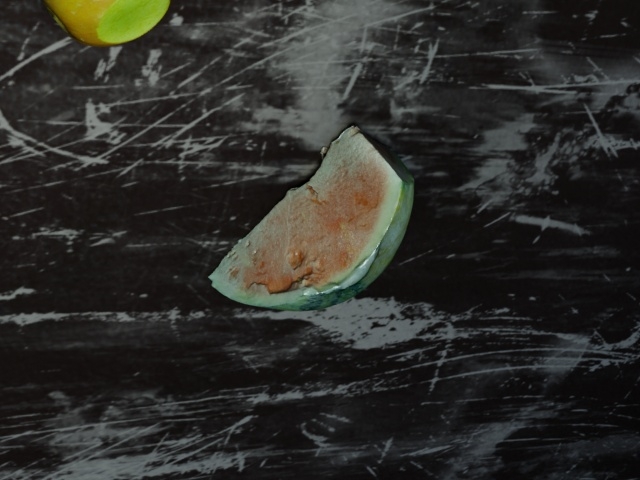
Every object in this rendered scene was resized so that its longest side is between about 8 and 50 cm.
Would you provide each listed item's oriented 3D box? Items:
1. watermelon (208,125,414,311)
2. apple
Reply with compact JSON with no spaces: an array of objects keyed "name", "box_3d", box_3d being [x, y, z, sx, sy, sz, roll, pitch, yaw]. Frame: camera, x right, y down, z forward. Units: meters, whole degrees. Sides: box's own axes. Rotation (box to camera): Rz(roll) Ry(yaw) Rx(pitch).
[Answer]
[{"name":"watermelon","box_3d":[0.000,0.000,2.385,0.305,0.224,0.180,-44,94,10]},{"name":"apple","box_3d":[-0.250,-0.295,1.924,0.147,0.146,0.163,-34,158,-17]}]
